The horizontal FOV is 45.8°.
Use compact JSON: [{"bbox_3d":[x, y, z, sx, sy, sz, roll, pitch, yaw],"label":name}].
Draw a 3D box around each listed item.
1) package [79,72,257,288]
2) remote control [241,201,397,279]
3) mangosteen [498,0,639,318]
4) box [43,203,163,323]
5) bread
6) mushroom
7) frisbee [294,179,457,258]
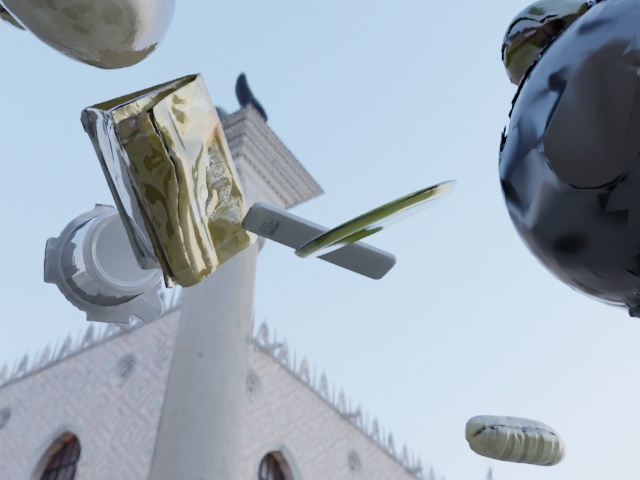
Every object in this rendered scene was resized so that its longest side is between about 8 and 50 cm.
[{"bbox_3d":[-0.239,-0.088,1.240,0.222,0.165,0.311,-18,-66,-8],"label":"package"},{"bbox_3d":[0.000,0.000,1.233,0.261,0.029,0.067,21,-43,-17],"label":"remote control"},{"bbox_3d":[0.360,-0.119,0.777,0.381,0.421,0.381,-18,-9,-3],"label":"mangosteen"},{"bbox_3d":[-0.422,0.056,1.615,0.291,0.262,0.206,54,-27,-9],"label":"box"},{"bbox_3d":[0.313,0.310,1.178,0.214,0.073,0.053,18,-18,-30],"label":"bread"},{"bbox_3d":[-0.376,-0.392,1.056,0.295,0.362,0.362,-29,-50,11],"label":"mushroom"},{"bbox_3d":[0.075,-0.025,1.008,0.236,0.017,0.236,-23,-4,-2],"label":"frisbee"}]
